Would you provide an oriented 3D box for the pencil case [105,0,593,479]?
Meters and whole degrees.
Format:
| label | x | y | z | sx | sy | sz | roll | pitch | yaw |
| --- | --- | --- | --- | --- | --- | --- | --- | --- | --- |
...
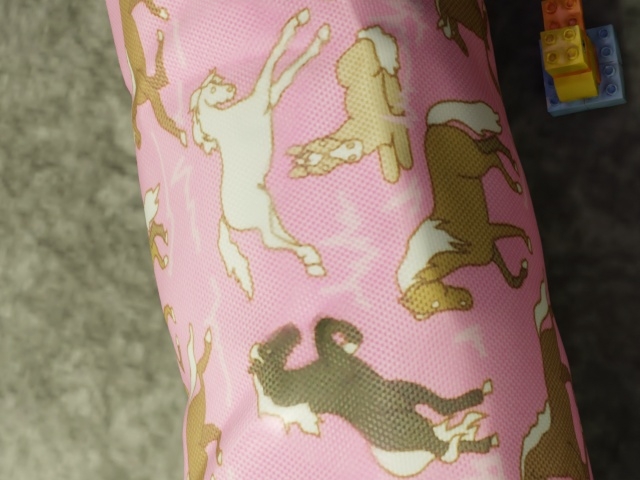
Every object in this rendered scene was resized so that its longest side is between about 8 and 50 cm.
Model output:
| label | x | y | z | sx | sy | sz | roll | pitch | yaw |
| --- | --- | --- | --- | --- | --- | --- | --- | --- | --- |
| pencil case | 0.000 | 0.000 | 0.593 | 0.167 | 0.160 | 0.386 | -15 | 77 | 20 |

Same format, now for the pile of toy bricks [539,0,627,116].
| label | x | y | z | sx | sy | sz | roll | pitch | yaw |
| --- | --- | --- | --- | --- | --- | --- | --- | --- | --- |
| pile of toy bricks | 0.099 | -0.149 | 0.606 | 0.118 | 0.105 | 0.212 | -9 | 78 | 20 |
